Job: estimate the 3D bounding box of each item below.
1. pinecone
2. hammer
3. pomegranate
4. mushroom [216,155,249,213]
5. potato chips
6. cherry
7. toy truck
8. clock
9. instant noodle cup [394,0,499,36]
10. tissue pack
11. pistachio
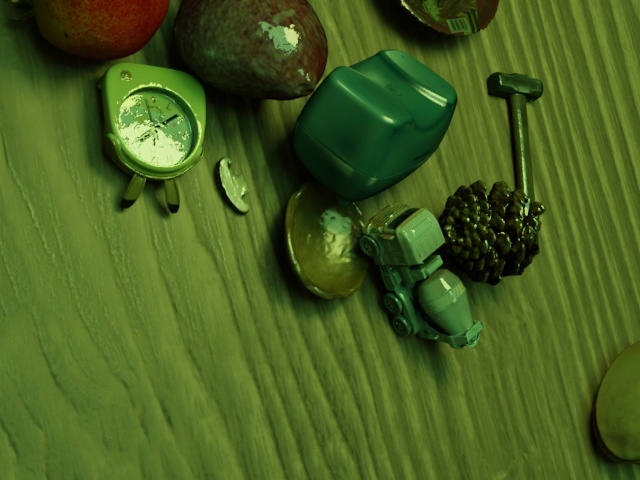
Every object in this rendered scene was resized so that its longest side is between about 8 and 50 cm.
[{"bbox_3d":[0.310,-0.012,2.032,0.204,0.179,0.184,17,87,-43],"label":"pinecone"},{"bbox_3d":[0.392,-0.152,2.203,0.111,0.043,0.365,7,72,-29],"label":"hammer"},{"bbox_3d":[-0.360,-0.380,1.741,0.256,0.221,0.221,-4,73,4],"label":"pomegranate"},{"bbox_3d":[-0.145,-0.090,1.878,0.049,0.019,0.101,-19,86,-33],"label":"mushroom"},{"bbox_3d":[0.000,0.001,1.906,0.195,0.062,0.208,-10,78,-42],"label":"potato chips"},{"bbox_3d":[-0.106,-0.326,1.845,0.300,0.203,0.230,37,13,29],"label":"cherry"},{"bbox_3d":[0.178,0.065,1.918,0.108,0.140,0.257,-37,114,-34],"label":"toy truck"},{"bbox_3d":[-0.268,-0.161,1.801,0.170,0.069,0.232,7,72,-29],"label":"clock"},{"bbox_3d":[0.213,-0.500,2.184,0.274,0.090,0.274,10,69,-27],"label":"instant noodle cup"},{"bbox_3d":[0.086,-0.187,1.916,0.198,0.206,0.287,39,32,12],"label":"tissue pack"},{"bbox_3d":[0.615,0.299,2.118,0.260,0.163,0.213,-21,64,-21],"label":"pistachio"}]
